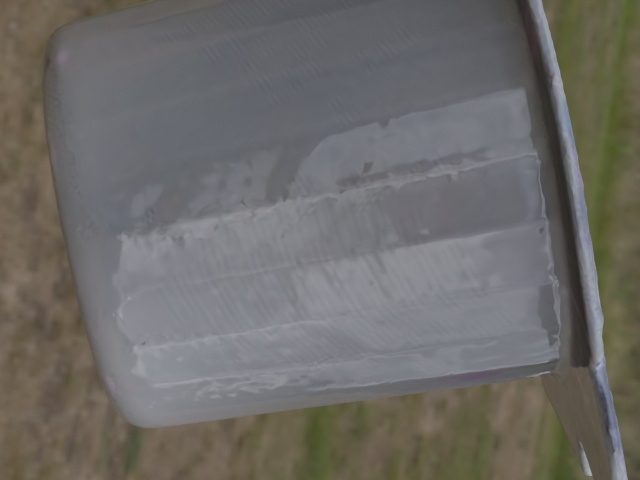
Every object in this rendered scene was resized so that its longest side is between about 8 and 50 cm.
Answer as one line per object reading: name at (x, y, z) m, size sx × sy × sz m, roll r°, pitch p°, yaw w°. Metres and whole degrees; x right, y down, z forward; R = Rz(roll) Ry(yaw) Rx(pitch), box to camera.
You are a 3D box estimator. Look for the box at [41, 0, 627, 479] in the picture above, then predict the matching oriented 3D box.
box at (0.000, 0.000, 0.819) m, size 0.262 × 0.206 × 0.291 m, roll 79°, pitch 1°, yaw -67°
